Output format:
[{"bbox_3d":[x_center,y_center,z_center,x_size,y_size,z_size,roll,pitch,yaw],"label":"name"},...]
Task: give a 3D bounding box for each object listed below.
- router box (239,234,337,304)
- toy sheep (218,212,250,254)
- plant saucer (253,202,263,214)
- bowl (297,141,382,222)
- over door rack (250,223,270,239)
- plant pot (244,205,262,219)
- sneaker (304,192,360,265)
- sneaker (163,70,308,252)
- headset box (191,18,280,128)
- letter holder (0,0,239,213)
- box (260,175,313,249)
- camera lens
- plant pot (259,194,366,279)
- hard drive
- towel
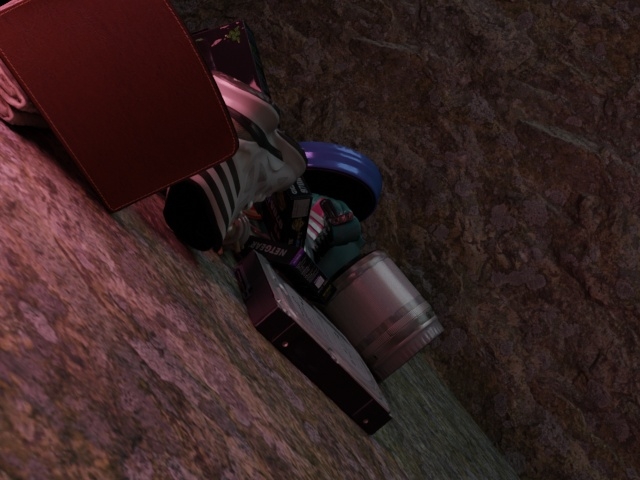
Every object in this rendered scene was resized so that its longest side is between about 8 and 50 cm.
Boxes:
[{"bbox_3d":[-0.069,0.056,1.627,0.179,0.046,0.133,13,-30,48],"label":"router box"},{"bbox_3d":[-0.172,-0.021,1.555,0.091,0.091,0.132,49,1,-6],"label":"toy sheep"},{"bbox_3d":[-0.152,-0.112,1.779,0.119,0.021,0.119,62,-2,4],"label":"plant saucer"},{"bbox_3d":[-0.020,-0.141,2.362,0.391,0.391,0.077,44,41,-51],"label":"bowl"},{"bbox_3d":[-0.232,-0.143,1.814,0.324,0.108,0.239,47,6,-33],"label":"over door rack"},{"bbox_3d":[-0.158,-0.157,2.106,0.191,0.191,0.174,47,8,-27],"label":"plant pot"},{"bbox_3d":[0.013,-0.001,2.074,0.124,0.178,0.295,103,-13,-51],"label":"sneaker"},{"bbox_3d":[-0.166,-0.102,1.438,0.169,0.257,0.447,27,-5,11],"label":"sneaker"},{"bbox_3d":[-0.259,-0.380,2.041,0.131,0.246,0.283,17,58,-83],"label":"headset box"},{"bbox_3d":[-0.256,-0.226,1.079,0.152,0.214,0.302,-107,171,-54],"label":"letter holder"},{"bbox_3d":[-0.081,-0.088,1.753,0.220,0.051,0.175,-116,-152,-44],"label":"box"},{"bbox_3d":[0.145,0.178,2.053,0.274,0.219,0.219,50,5,11],"label":"camera lens"},{"bbox_3d":[0.000,0.000,2.284,0.293,0.196,0.293,49,4,-5],"label":"plant pot"},{"bbox_3d":[-0.014,0.183,1.524,0.339,0.064,0.237,46,5,-27],"label":"hard drive"},{"bbox_3d":[-0.419,-0.229,1.135,0.187,0.049,0.282,51,6,1],"label":"towel"}]
